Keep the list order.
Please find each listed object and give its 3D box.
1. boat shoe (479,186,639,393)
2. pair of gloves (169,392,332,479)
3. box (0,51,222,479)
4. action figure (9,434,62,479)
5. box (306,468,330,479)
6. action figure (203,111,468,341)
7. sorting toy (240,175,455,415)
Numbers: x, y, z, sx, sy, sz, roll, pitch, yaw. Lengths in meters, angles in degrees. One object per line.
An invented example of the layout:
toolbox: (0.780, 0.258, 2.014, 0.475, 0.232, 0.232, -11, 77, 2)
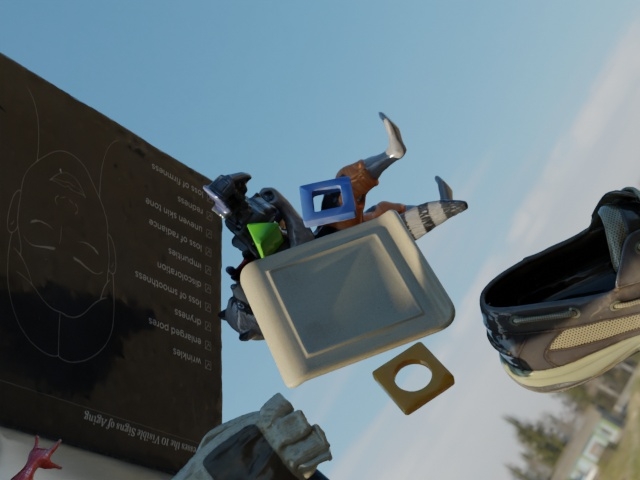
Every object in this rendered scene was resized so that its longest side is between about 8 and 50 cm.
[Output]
boat shoe: (0.313, 0.022, 1.092, 0.355, 0.132, 0.130, -33, -54, 14)
pair of gloves: (-0.041, 0.276, 1.033, 0.204, 0.240, 0.042, -43, -19, 3)
box: (-0.380, 0.086, 1.534, 0.480, 0.297, 0.472, 32, -134, -50)
action figure: (-0.316, 0.213, 0.906, 0.139, 0.280, 0.091, -81, 4, -68)
box: (-0.065, 0.440, 1.495, 0.293, 0.295, 0.073, -34, -56, -20)
action figure: (0.000, 0.000, 1.418, 0.330, 0.178, 0.341, -43, -24, 5)
sorting toy: (0.028, 0.068, 1.256, 0.196, 0.347, 0.047, -22, -43, -6)
